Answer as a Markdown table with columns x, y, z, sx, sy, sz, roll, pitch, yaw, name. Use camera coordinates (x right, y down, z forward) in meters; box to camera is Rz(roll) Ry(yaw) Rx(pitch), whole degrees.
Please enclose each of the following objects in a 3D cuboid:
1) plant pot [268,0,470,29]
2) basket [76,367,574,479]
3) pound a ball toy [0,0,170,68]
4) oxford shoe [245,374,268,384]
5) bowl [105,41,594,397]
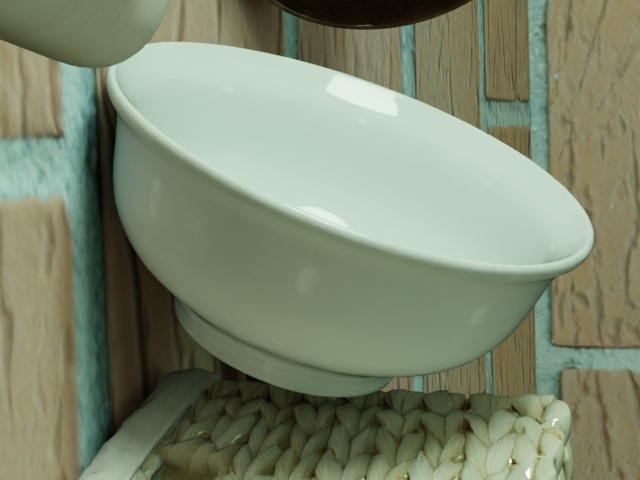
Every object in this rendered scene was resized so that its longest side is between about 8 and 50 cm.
| x | y | z | sx | sy | sz | roll | pitch | yaw | name |
| --- | --- | --- | --- | --- | --- | --- | --- | --- | --- |
| 0.035 | -0.312 | 1.170 | 0.215 | 0.215 | 0.230 | 64 | 16 | -55 | plant pot |
| 0.001 | 0.285 | 0.889 | 0.328 | 0.266 | 0.331 | -56 | 143 | -64 | basket |
| -0.129 | -0.190 | 0.521 | 0.208 | 0.135 | 0.319 | -70 | 161 | -1 | pound a ball toy |
| -0.037 | 0.032 | 1.106 | 0.098 | 0.097 | 0.271 | 2 | 83 | -54 | oxford shoe |
| 0.000 | 0.000 | 0.943 | 0.298 | 0.298 | 0.134 | -45 | 156 | -67 | bowl |
